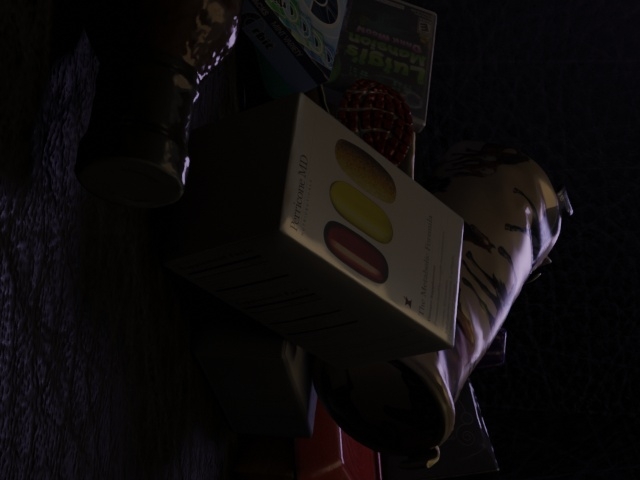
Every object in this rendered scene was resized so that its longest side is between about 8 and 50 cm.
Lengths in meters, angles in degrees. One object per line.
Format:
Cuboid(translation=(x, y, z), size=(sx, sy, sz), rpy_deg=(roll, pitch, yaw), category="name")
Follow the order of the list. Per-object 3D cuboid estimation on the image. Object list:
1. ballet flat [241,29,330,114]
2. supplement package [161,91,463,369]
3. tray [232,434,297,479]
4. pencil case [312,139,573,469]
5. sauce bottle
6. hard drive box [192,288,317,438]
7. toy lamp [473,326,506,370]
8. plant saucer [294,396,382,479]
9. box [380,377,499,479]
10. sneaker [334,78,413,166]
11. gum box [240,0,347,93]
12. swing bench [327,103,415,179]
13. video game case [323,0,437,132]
Cuboid(translation=(-0.035, -0.143, 1.481), size=(0.096, 0.095, 0.280), rpy_deg=(-97, -173, -72), category="ballet flat")
Cuboid(translation=(0.000, 0.000, 1.246), size=(0.244, 0.134, 0.139), rpy_deg=(34, 53, -42), category="supplement package")
Cuboid(translation=(-0.029, 0.298, 1.722), size=(0.411, 0.076, 0.202), rpy_deg=(-52, 144, -74), category="tray")
Cuboid(translation=(0.136, 0.059, 1.536), size=(0.160, 0.183, 0.410), rpy_deg=(-36, -168, 43), category="pencil case")
Cuboid(translation=(-0.098, -0.189, 0.955), size=(0.111, 0.111, 0.344), rpy_deg=(76, 17, -63), category="sauce bottle")
Cuboid(translation=(-0.052, 0.075, 1.428), size=(0.232, 0.089, 0.181), rpy_deg=(78, 17, -62), category="hard drive box")
Cuboid(translation=(0.103, 0.129, 1.858), size=(0.080, 0.275, 0.080), rpy_deg=(2, 90, -81), category="toy lamp")
Cuboid(translation=(0.024, 0.216, 1.666), size=(0.259, 0.048, 0.258), rpy_deg=(62, 20, -52), category="plant saucer")
Cuboid(translation=(0.108, 0.314, 1.963), size=(0.270, 0.165, 0.143), rpy_deg=(118, -38, -54), category="box")
Cuboid(translation=(0.036, -0.072, 1.531), size=(0.093, 0.088, 0.225), rpy_deg=(139, -34, -62), category="sneaker")
Cuboid(translation=(-0.038, -0.250, 1.332), size=(0.157, 0.041, 0.184), rpy_deg=(49, 33, -31), category="gum box")
Cuboid(translation=(0.041, -0.066, 1.783), size=(0.255, 0.165, 0.253), rpy_deg=(8, 85, -87), category="swing bench")
Cuboid(translation=(0.038, -0.222, 1.629), size=(0.022, 0.190, 0.173), rpy_deg=(126, -23, -54), category="video game case")
